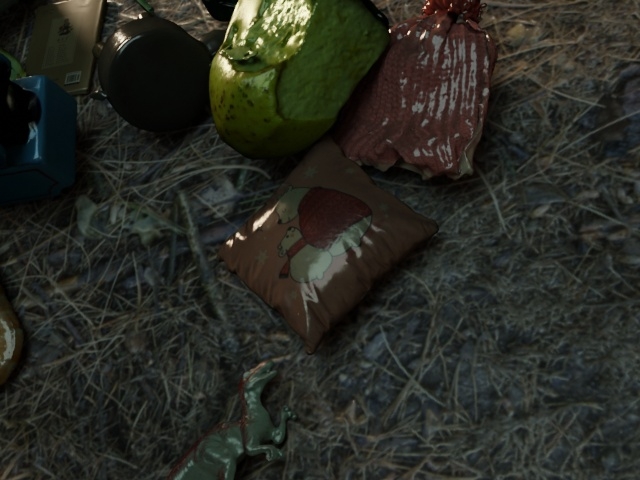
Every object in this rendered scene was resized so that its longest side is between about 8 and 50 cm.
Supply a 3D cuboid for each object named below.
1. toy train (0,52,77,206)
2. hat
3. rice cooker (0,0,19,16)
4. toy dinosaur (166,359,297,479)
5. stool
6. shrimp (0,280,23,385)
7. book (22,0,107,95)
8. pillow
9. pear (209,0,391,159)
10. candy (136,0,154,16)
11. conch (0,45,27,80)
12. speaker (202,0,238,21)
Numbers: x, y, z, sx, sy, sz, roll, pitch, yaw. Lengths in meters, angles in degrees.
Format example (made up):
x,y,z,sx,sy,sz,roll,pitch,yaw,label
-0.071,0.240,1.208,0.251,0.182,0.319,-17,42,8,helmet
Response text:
x,y,z,sx,sy,sz,roll,pitch,yaw,label
-0.529,-0.149,1.333,0.300,0.265,0.188,-9,72,15,toy train
0.144,-0.218,1.203,0.236,0.107,0.286,16,84,37,hat
-0.657,-0.459,1.540,0.316,0.264,0.317,-28,25,15,rice cooker
-0.135,0.266,1.100,0.242,0.053,0.167,-30,57,5,toy dinosaur
-0.229,-0.251,1.357,0.139,0.228,0.153,48,130,52,stool
-0.528,0.104,1.334,0.169,0.058,0.296,-33,61,6,shrimp
-0.431,-0.322,1.527,0.138,0.016,0.199,-5,64,19,book
0.000,0.000,1.162,0.236,0.084,0.223,-48,58,-6,pillow
-0.067,-0.240,1.242,0.255,0.164,0.238,-57,35,-2,pear
-0.356,-0.457,1.545,0.077,0.073,0.262,-38,64,-13,candy
-0.555,-0.291,1.524,0.170,0.079,0.106,14,80,20,conch
-0.143,-0.366,1.407,0.060,0.075,0.094,-40,67,-1,speaker
